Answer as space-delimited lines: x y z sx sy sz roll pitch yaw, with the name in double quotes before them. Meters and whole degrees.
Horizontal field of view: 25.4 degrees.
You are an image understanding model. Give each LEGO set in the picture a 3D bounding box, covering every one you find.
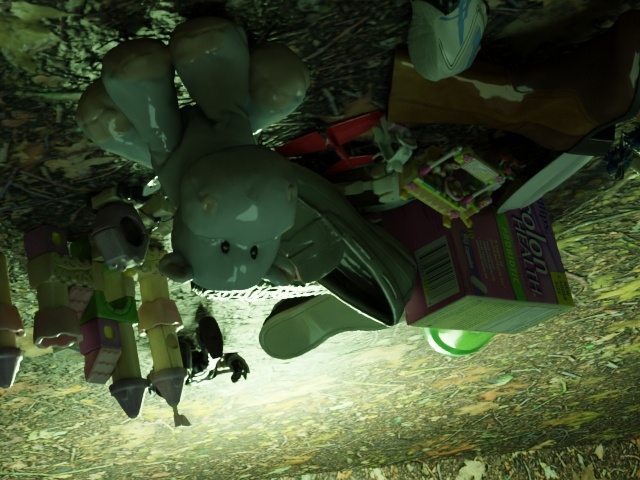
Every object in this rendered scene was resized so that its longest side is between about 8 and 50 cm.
"LEGO set" 0.197 -0.095 1.828 0.107 0.132 0.287 -32 154 35

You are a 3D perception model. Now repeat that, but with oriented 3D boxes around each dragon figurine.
"dragon figurine" 0.479 -0.127 1.969 0.085 0.144 0.289 -27 -172 36

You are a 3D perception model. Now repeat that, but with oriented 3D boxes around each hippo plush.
"hippo plush" -0.136 -0.063 1.487 0.234 0.236 0.294 8 138 -19

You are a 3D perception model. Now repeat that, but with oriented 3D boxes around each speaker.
"speaker" 0.276 0.103 2.439 0.131 0.131 0.296 -5 159 -20

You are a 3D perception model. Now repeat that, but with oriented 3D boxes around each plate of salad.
"plate of salad" 0.315 -0.105 1.940 0.200 0.048 0.200 -35 170 -7

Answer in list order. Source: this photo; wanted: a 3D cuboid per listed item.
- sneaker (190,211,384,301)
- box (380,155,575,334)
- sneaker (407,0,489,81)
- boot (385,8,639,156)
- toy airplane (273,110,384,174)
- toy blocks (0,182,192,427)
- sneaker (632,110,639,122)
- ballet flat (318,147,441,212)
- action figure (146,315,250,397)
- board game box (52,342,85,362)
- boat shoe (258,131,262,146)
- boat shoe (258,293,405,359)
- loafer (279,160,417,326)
"sneaker" -0.039 0.009 1.982 0.319 0.131 0.112 -5 167 -28
"box" 0.219 0.010 2.014 0.243 0.213 0.117 8 151 -44
"sneaker" 0.136 -0.251 1.469 0.086 0.085 0.237 -35 161 -14
"boot" 0.223 -0.199 1.635 0.280 0.096 0.264 10 160 -3
"toy airplane" 0.019 -0.119 1.818 0.151 0.028 0.151 -12 160 -4
"toy blocks" -0.277 0.117 1.950 0.309 0.260 0.288 -24 157 31
"sneaker" 0.392 -0.191 1.779 0.093 0.088 0.225 -17 151 25
"ballet flat" 0.052 -0.071 1.891 0.221 0.077 0.079 -12 -177 9
"action figure" -0.222 0.224 2.525 0.185 0.099 0.285 -19 165 -8
"board game box" -0.364 0.134 2.178 0.026 0.103 0.154 -19 159 17
"boat shoe" -0.101 -0.126 1.665 0.073 0.073 0.207 -10 159 3
"boat shoe" 0.035 0.102 2.353 0.302 0.091 0.114 -18 116 18
"loafer" 0.000 0.000 1.838 0.319 0.111 0.112 33 136 -25
